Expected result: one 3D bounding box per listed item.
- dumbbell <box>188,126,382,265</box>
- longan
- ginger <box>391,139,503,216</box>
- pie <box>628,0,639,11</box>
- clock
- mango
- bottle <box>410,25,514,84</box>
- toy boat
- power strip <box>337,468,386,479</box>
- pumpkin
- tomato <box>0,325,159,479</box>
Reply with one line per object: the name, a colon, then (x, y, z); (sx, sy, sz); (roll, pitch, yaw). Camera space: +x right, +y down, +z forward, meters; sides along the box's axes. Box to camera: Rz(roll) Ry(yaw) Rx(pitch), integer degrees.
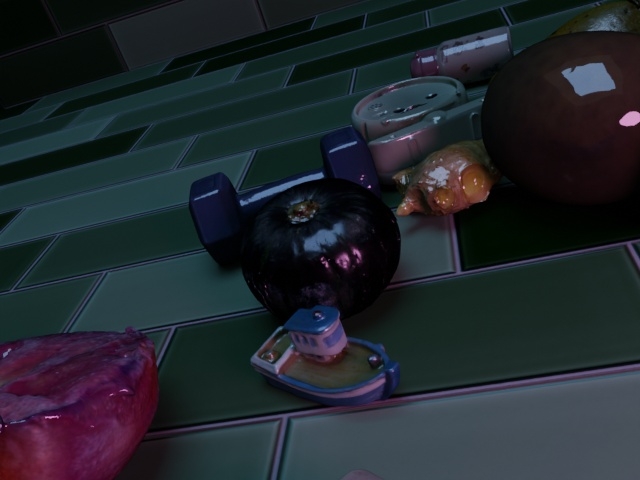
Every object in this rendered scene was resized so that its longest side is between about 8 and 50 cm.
dumbbell: (-0.060, -0.077, 1.126); (0.325, 0.160, 0.144); (-19, -3, 3)
longan: (0.379, -0.173, 0.924); (0.300, 0.243, 0.300); (6, 24, -3)
ginger: (0.203, -0.099, 1.045); (0.216, 0.102, 0.157); (-31, 24, -19)
pie: (0.599, -0.284, 0.963); (0.083, 0.339, 0.339); (-54, 13, 30)
clock: (0.179, -0.233, 1.279); (0.265, 0.108, 0.324); (-24, 29, -6)
mango: (0.477, -0.317, 1.177); (0.329, 0.175, 0.176); (-22, 20, -1)
bottle: (0.323, -0.411, 1.496); (0.233, 0.110, 0.110); (-10, 30, 18)
toy boat: (0.001, 0.134, 0.775); (0.215, 0.102, 0.088); (7, 41, 39)
power strip: (0.096, 0.253, 0.474); (0.270, 0.046, 0.118); (18, 15, 30)
pumpkin: (0.001, 0.013, 0.918); (0.233, 0.163, 0.233); (-16, 31, 10)
tomato: (-0.326, 0.220, 0.766); (0.335, 0.176, 0.289); (-6, 11, 24)
